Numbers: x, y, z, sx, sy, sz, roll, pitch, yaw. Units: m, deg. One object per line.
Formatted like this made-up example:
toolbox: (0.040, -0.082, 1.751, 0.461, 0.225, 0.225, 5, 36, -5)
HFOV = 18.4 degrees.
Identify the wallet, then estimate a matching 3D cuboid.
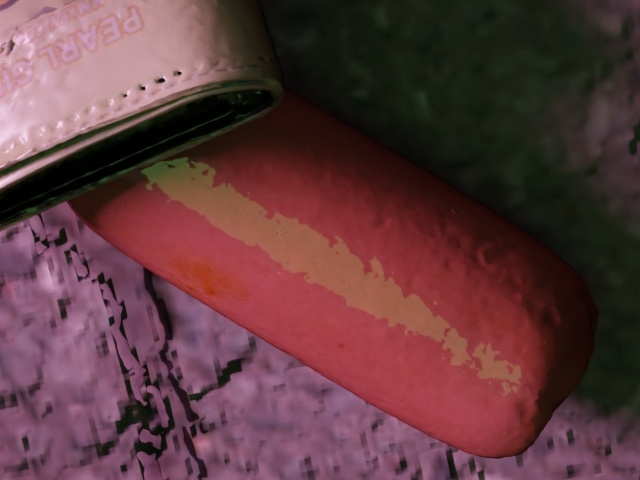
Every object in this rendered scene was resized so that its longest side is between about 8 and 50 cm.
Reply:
wallet: (-0.083, -0.087, 0.499, 0.110, 0.039, 0.155, -24, 72, 13)

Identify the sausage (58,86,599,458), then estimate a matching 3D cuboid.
sausage: (0.000, 0.000, 0.528, 0.154, 0.062, 0.062, 31, 105, 0)
